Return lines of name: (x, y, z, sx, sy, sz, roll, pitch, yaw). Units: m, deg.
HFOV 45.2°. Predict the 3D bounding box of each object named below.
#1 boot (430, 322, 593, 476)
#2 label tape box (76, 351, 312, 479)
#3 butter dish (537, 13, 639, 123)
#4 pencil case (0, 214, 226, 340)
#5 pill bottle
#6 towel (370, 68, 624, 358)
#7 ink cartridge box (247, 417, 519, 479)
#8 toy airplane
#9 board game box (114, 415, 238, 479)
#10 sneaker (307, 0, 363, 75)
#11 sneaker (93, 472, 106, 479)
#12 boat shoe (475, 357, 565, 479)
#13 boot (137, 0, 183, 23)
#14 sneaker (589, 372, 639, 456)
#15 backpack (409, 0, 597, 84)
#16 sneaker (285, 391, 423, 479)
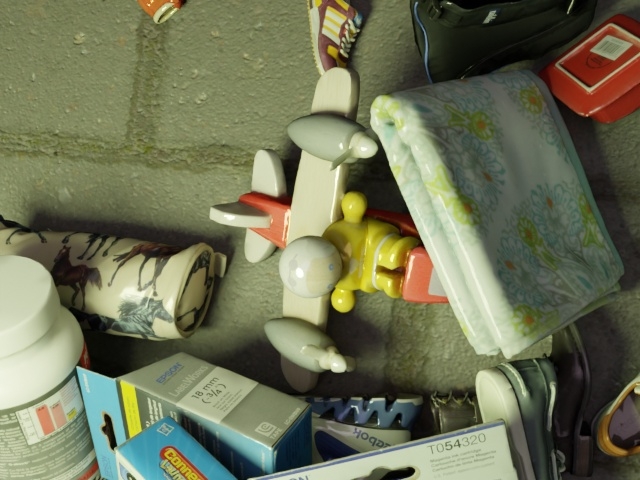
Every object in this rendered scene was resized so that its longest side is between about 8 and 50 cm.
boot: (0.276, 0.236, 1.129, 0.229, 0.091, 0.262, -2, 86, 13)
label tape box: (-0.178, 0.295, 1.120, 0.334, 0.106, 0.240, 17, 125, 25)
butter dish: (0.434, -0.232, 1.135, 0.160, 0.118, 0.160, -37, 36, 10)
pencil case: (-0.371, 0.058, 1.263, 0.410, 0.160, 0.183, 7, 43, 12)
pill bottle: (-0.449, 0.215, 1.154, 0.210, 0.210, 0.362, 12, 130, 14)
towel: (0.259, -0.052, 1.051, 0.090, 0.321, 0.374, -30, 81, 47)
ink cartridge box: (0.104, 0.388, 0.998, 0.324, 0.071, 0.330, -14, 109, 3)
toy airplane: (0.000, 0.000, 1.126, 0.384, 0.272, 0.386, -33, 91, 28)
board game box: (-0.132, 0.430, 0.995, 0.308, 0.086, 0.302, 34, 136, 29)
sneaker: (0.031, -0.340, 1.261, 0.084, 0.069, 0.185, -12, 82, 17)
sneaker: (-0.479, 0.423, 1.303, 0.229, 0.086, 0.132, -41, 71, -4)
boat shoe: (0.295, 0.304, 1.035, 0.099, 0.116, 0.319, -20, 106, -14)
boot: (-0.252, -0.453, 1.352, 0.158, 0.059, 0.084, -37, 80, 16)
sneaker: (0.502, 0.199, 1.064, 0.106, 0.123, 0.290, 44, 94, 16)
backpack: (0.261, -0.366, 1.128, 0.263, 0.276, 0.213, -12, 68, 9)
sneaker: (0.000, 0.326, 1.167, 0.316, 0.127, 0.182, -3, 81, 12)
